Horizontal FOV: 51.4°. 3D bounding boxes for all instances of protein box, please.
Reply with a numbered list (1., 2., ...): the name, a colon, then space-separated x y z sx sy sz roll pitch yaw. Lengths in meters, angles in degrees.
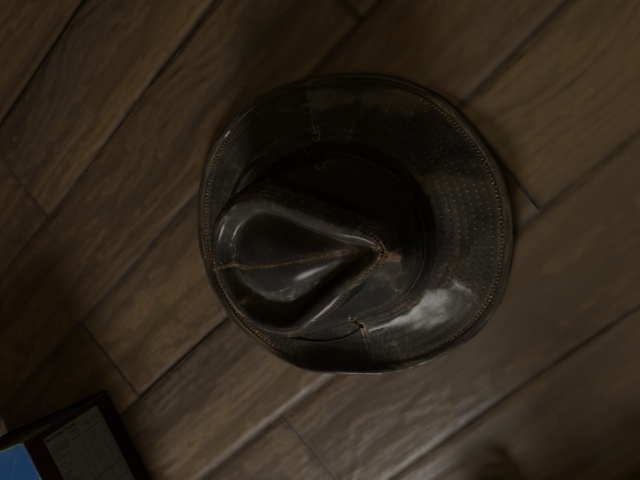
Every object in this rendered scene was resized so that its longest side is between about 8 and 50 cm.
1. protein box: -0.327 0.325 0.802 0.199 0.136 0.201 -26 91 25

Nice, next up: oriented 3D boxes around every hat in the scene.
1. hat: 0.000 0.000 0.604 0.331 0.134 0.331 4 102 21
